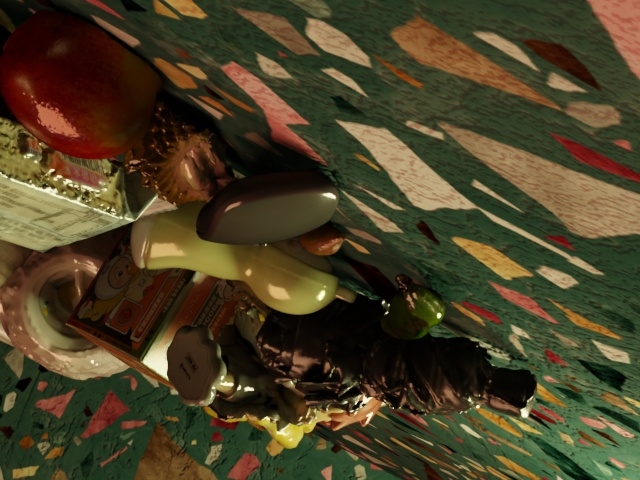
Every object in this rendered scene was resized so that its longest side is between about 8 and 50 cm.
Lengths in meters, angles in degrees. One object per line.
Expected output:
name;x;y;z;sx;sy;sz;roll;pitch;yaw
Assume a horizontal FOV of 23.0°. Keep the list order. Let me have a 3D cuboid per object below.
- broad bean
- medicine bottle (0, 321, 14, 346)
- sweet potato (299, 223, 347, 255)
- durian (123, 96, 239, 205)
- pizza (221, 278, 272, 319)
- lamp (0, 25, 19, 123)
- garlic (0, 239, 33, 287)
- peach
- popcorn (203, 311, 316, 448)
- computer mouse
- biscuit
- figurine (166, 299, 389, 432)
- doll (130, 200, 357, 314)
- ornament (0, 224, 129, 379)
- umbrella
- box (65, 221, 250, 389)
broad bean;0.100;0.074;1.669;0.061;0.046;0.195;36;167;8
medicine bottle;-0.468;0.042;2.509;0.252;0.241;0.252;28;168;6
sweet potato;0.000;0.000;1.636;0.034;0.034;0.095;35;166;-20
durian;-0.142;-0.071;1.576;0.140;0.078;0.224;24;166;33
pizza;-0.091;0.044;1.942;0.184;0.036;0.176;33;-170;-23
lamp;-0.362;-0.174;1.583;0.215;0.151;0.223;38;135;-12
garlic;-0.499;-0.043;2.077;0.317;0.317;0.259;26;162;24
peach;-0.220;-0.137;1.438;0.151;0.118;0.151;12;118;24
popcorn;-0.089;0.195;2.393;0.253;0.190;0.191;26;-156;-38
computer mouse;-0.054;-0.026;1.507;0.120;0.057;0.232;-7;176;-14
biscuit;-0.307;-0.053;1.561;0.186;0.079;0.309;-16;162;28
figurine;-0.019;0.174;2.030;0.387;0.166;0.207;10;-151;-42
doll;-0.096;0.001;1.732;0.296;0.117;0.141;17;176;-3
ornament;-0.344;0.070;2.289;0.259;0.259;0.225;31;-172;-4
umbrella;0.094;0.135;1.809;0.336;0.154;0.128;5;134;19
box;-0.204;0.081;2.106;0.177;0.195;0.148;20;165;45
